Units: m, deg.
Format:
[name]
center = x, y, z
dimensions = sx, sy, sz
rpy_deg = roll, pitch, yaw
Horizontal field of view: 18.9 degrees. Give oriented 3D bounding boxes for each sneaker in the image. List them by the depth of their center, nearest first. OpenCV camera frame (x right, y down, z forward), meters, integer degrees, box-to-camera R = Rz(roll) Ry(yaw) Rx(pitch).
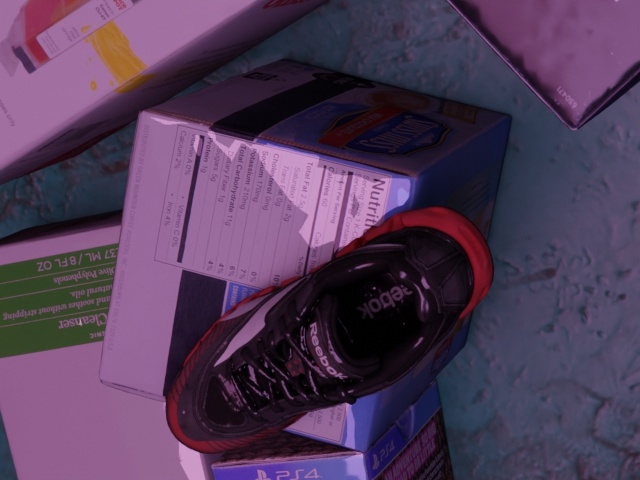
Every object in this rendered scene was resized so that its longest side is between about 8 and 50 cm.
[sneaker]
center = -0.009, 0.074, 1.352
dimensions = 0.276, 0.135, 0.097
rpy_deg = -32, 94, 20

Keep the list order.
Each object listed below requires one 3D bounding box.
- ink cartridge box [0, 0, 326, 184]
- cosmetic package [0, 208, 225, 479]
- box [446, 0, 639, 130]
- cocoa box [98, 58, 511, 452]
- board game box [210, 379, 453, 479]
[ink cartridge box]
center = -0.160, -0.205, 1.637
dimensions = 0.385, 0.279, 0.160
rpy_deg = -29, 91, 21
[cosmetic package]
center = -0.178, 0.159, 1.787
dimensions = 0.197, 0.155, 0.365
rpy_deg = -12, 97, 18
[box]
center = 0.266, -0.263, 1.473
dimensions = 0.183, 0.294, 0.296
rpy_deg = 47, 111, 1
[cocoa box]
center = 0.000, 0.000, 1.589
dimensions = 0.228, 0.347, 0.231
rpy_deg = 14, 105, 15
[board game box]
center = 0.033, 0.295, 1.705
dimensions = 0.141, 0.232, 0.291
rpy_deg = -7, 98, 20
